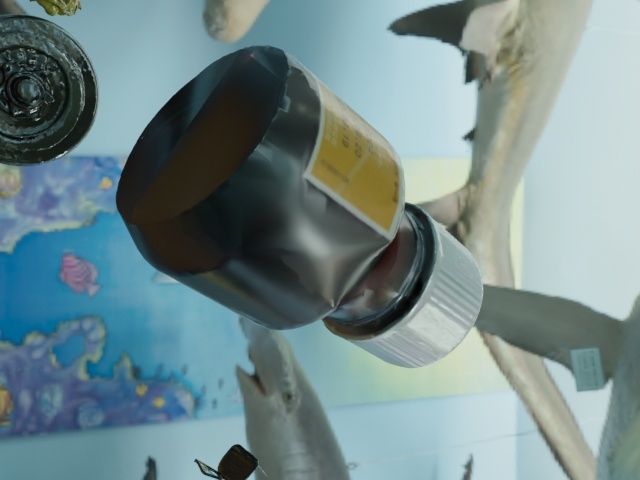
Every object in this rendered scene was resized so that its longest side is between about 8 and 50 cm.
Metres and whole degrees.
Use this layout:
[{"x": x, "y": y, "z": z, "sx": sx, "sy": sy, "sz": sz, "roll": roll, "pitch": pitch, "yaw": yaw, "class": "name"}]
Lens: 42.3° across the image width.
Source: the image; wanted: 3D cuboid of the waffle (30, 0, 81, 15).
[{"x": -0.355, "y": -0.368, "z": 1.043, "sx": 0.149, "sy": 0.051, "sz": 0.194, "roll": 59, "pitch": 13, "yaw": -61, "class": "waffle"}]

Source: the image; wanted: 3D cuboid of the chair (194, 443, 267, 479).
[{"x": -0.085, "y": 0.221, "z": 0.808, "sx": 0.037, "sy": 0.042, "sz": 0.086, "roll": 29, "pitch": -17, "yaw": 30, "class": "chair"}]

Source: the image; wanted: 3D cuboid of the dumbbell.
[{"x": -0.400, "y": -0.198, "z": 1.084, "sx": 0.290, "sy": 0.192, "sz": 0.192, "roll": 20, "pitch": -69, "yaw": 60, "class": "dumbbell"}]

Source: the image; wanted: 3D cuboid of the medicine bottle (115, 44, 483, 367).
[{"x": 0.000, "y": 0.000, "z": 0.865, "sx": 0.242, "sy": 0.395, "sz": 0.243, "roll": -24, "pitch": -134, "yaw": 27, "class": "medicine bottle"}]
